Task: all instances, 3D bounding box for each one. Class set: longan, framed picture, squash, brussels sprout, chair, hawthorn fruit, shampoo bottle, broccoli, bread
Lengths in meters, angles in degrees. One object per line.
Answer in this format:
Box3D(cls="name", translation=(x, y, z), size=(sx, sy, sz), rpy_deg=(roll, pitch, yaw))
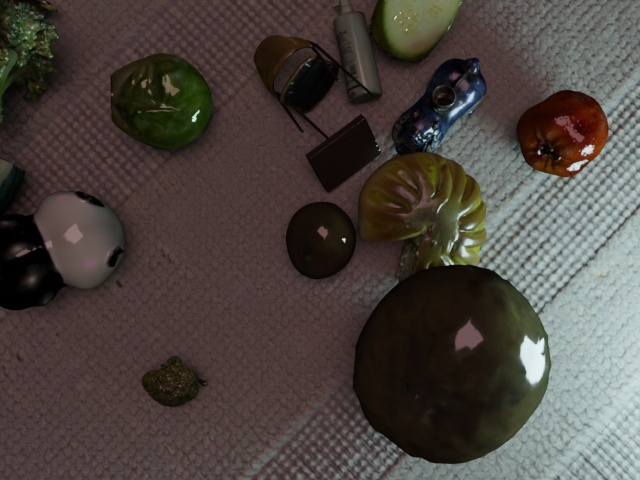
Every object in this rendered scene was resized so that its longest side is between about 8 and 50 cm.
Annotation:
Box3D(cls="longan", translation=(0.000, 0.000, 1.661), size=(0.167, 0.167, 0.187), rpy_deg=(18, 98, 1))
Box3D(cls="framed picture", translation=(0.058, -0.209, 1.704), size=(0.168, 0.128, 0.023), rpy_deg=(-37, 47, -4))
Box3D(cls="squash", translation=(0.240, -0.572, 1.652), size=(0.189, 0.260, 0.189), rpy_deg=(9, 63, -17))
Box3D(cls="brussels sprout", translation=(-0.378, -0.327, 1.667), size=(0.243, 0.244, 0.244), rpy_deg=(0, 85, -1))
Box3D(cls="chair", translation=(-0.031, -0.375, 1.683), size=(0.159, 0.172, 0.247), rpy_deg=(-52, 55, 21))
Box3D(cls="hawthorn fruit", translation=(0.601, -0.275, 1.693), size=(0.207, 0.207, 0.243), rpy_deg=(44, 59, 3))
Box3D(cls="longan", translation=(0.286, 0.260, 1.522), size=(0.403, 0.404, 0.436), rpy_deg=(34, 108, 2))
Box3D(cls="shampoo bottle", translation=(0.087, -0.476, 1.742), size=(0.085, 0.085, 0.263), rpy_deg=(-11, 85, -2))
Box3D(cls="broccoli", translation=(-0.792, -0.403, 1.631), size=(0.338, 0.277, 0.318), rpy_deg=(17, 78, 7))
Box3D(cls="broccoli", translation=(-0.347, 0.331, 1.650), size=(0.131, 0.130, 0.120), rpy_deg=(-35, 41, 22))
Box3D(cls="bread", translation=(0.245, -0.045, 1.638), size=(0.332, 0.160, 0.333), rpy_deg=(0, 102, -2))

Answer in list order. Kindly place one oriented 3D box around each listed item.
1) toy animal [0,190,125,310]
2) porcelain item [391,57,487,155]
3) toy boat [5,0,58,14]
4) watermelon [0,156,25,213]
Box3D(cls="toy animal", translation=(-0.610, 0.019, 1.618), size=(0.309, 0.251, 0.251), rpy_deg=(-26, 86, 4))
Box3D(cls="porcelain item", translation=(0.282, -0.323, 1.682), size=(0.138, 0.186, 0.288), rpy_deg=(42, 86, 7))
Box3D(cls="toy boat", translation=(-0.796, -0.569, 1.730), size=(0.292, 0.109, 0.099), rpy_deg=(-13, 53, -7))
Box3D(cls="watermelon", translation=(-0.831, -0.125, 1.567), size=(0.283, 0.250, 0.293), rpy_deg=(-40, 122, -8))
